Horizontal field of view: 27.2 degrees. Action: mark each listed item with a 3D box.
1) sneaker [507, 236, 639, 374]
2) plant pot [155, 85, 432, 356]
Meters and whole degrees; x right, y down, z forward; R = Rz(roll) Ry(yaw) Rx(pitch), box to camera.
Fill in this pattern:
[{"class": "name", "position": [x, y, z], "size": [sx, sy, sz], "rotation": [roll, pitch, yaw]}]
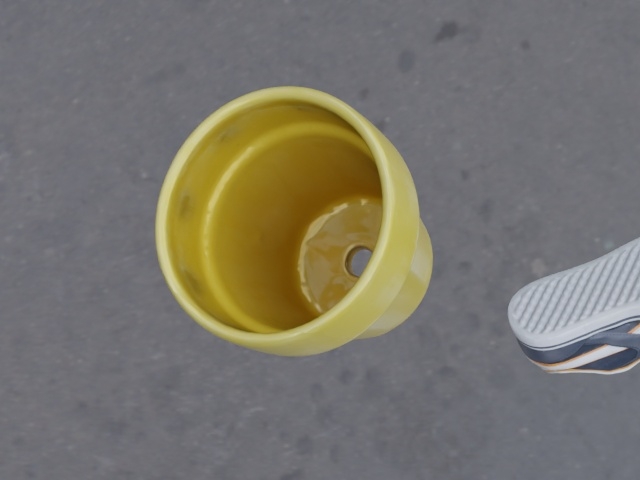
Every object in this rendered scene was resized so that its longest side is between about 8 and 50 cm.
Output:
[{"class": "sneaker", "position": [0.398, 0.077, 1.640], "size": [0.127, 0.321, 0.126], "rotation": [61, 17, -50]}, {"class": "plant pot", "position": [0.000, 0.000, 1.341], "size": [0.239, 0.254, 0.254], "rotation": [28, 64, -61]}]
